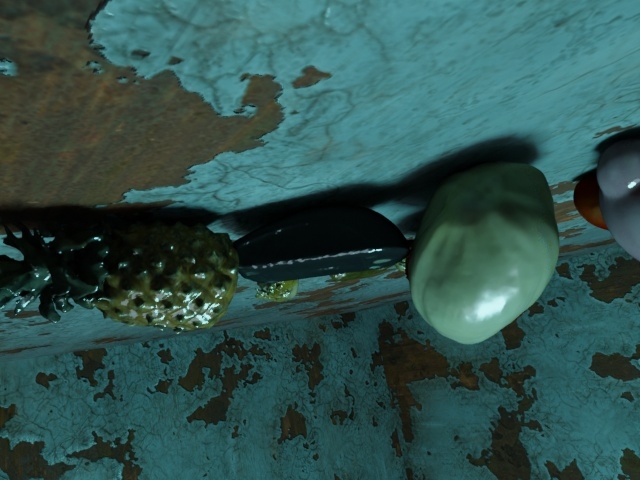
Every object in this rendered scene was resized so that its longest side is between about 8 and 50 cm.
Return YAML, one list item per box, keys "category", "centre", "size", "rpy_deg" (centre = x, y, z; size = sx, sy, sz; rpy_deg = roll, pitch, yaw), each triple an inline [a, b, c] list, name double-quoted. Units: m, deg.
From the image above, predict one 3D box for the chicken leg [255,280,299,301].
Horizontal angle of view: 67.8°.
- category: "chicken leg"
  centre: [-0.108, 0.087, 1.105]
  size: [0.101, 0.085, 0.207]
  rpy_deg: [-1, 160, 6]

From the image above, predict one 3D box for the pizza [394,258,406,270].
- category: "pizza"
  centre: [0.271, 0.039, 1.225]
  size: [0.271, 0.056, 0.134]
  rpy_deg: [-8, 158, -42]

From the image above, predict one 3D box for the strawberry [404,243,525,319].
- category: "strawberry"
  centre: [0.292, 0.059, 0.987]
  size: [0.238, 0.250, 0.288]
  rpy_deg: [-18, -167, 3]

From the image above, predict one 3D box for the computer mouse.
- category: "computer mouse"
  centre: [0.000, 0.000, 0.741]
  size: [0.269, 0.100, 0.170]
  rpy_deg: [-8, 165, 6]

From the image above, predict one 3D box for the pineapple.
- category: "pineapple"
  centre: [-0.276, 0.036, 0.591]
  size: [0.340, 0.169, 0.169]
  rpy_deg: [9, 157, -38]

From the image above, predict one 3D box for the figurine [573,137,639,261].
- category: "figurine"
  centre: [0.556, -0.056, 0.725]
  size: [0.269, 0.211, 0.261]
  rpy_deg: [-17, 166, 23]

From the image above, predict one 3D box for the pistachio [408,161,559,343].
- category: "pistachio"
  centre: [0.239, 0.031, 0.723]
  size: [0.226, 0.208, 0.332]
  rpy_deg: [-15, 131, -23]

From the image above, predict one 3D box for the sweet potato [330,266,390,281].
- category: "sweet potato"
  centre: [0.108, 0.064, 1.223]
  size: [0.233, 0.062, 0.081]
  rpy_deg: [-7, 163, -33]
